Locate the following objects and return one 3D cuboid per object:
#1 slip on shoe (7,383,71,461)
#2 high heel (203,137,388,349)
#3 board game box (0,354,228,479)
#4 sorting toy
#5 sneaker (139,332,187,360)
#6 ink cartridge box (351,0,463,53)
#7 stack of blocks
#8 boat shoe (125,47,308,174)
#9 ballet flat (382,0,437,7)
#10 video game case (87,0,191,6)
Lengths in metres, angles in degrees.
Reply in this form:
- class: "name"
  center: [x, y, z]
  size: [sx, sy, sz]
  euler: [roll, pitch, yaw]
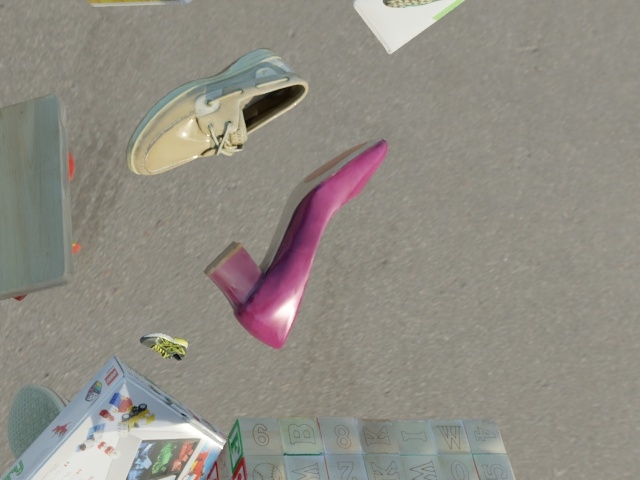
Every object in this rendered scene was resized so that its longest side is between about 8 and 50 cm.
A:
- class: "slip on shoe"
  center: [-0.343, 0.304, 1.389]
  size: [0.101, 0.331, 0.123]
  euler: [24, 86, -53]
- class: "high heel"
  center: [0.000, 0.000, 1.588]
  size: [0.377, 0.127, 0.181]
  euler: [-40, 102, -1]
- class: "board game box"
  center: [-0.270, 0.304, 1.126]
  size: [0.305, 0.053, 0.193]
  euler: [-47, 124, -2]
- class: "sorting toy"
  center: [-0.430, -0.032, 1.259]
  size: [0.255, 0.089, 0.257]
  euler: [-13, 68, 13]
- class: "sneaker"
  center: [-0.252, 0.172, 1.548]
  size: [0.083, 0.031, 0.035]
  euler: [15, 57, -29]
- class: "ink cartridge box"
  center: [0.150, -0.458, 1.623]
  size: [0.115, 0.198, 0.273]
  euler: [48, 18, -26]
- class: "stack of blocks"
  center: [0.035, 0.271, 1.027]
  size: [0.297, 0.171, 0.087]
  euler: [4, 48, -20]
- class: "boat shoe"
  center: [-0.150, -0.180, 1.426]
  size: [0.302, 0.109, 0.098]
  euler: [-36, 61, -27]
- class: "ballet flat"
  center: [0.039, -0.490, 1.070]
  size: [0.182, 0.164, 0.483]
  euler: [-23, 101, -6]
- class: "video game case"
  center: [-0.231, -0.286, 0.849]
  size: [0.206, 0.227, 0.026]
  euler: [41, 76, -34]
